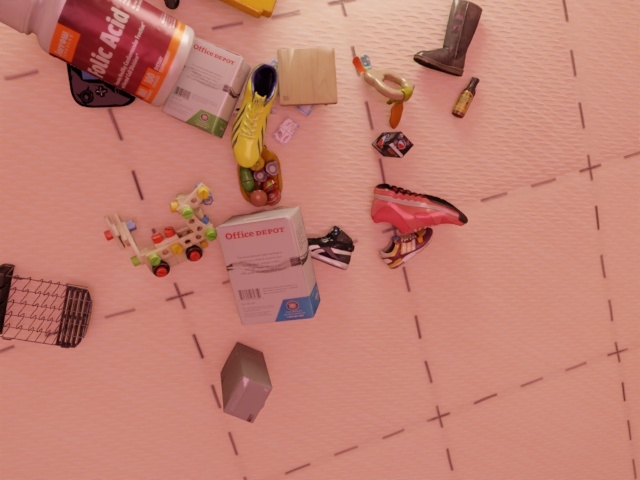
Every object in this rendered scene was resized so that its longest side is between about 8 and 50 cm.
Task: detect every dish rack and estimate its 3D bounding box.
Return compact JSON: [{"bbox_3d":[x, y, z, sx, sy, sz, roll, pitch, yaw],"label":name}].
[{"bbox_3d":[-0.795,0.195,1.447,0.272,0.074,0.208,13,99,-15],"label":"dish rack"}]

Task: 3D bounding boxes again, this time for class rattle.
[{"bbox_3d":[0.171,-0.452,1.536,0.200,0.142,0.130,23,63,1],"label":"rattle"}]

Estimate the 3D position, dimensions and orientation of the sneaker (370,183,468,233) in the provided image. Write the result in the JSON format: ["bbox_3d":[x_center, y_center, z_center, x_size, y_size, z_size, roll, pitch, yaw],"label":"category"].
[{"bbox_3d":[0.303,-0.079,1.606,0.314,0.116,0.136,15,108,-7],"label":"sneaker"}]

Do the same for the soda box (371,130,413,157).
[{"bbox_3d":[0.210,-0.283,1.503,0.060,0.169,0.053,42,90,-15],"label":"soda box"}]

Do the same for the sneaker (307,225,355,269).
[{"bbox_3d":[0.000,0.000,1.572,0.217,0.079,0.121,22,81,-10],"label":"sneaker"}]

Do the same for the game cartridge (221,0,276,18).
[{"bbox_3d":[-0.216,-0.785,1.345,0.286,0.053,0.323,20,85,-18],"label":"game cartridge"}]

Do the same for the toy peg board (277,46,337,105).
[{"bbox_3d":[-0.038,-0.456,1.460,0.161,0.079,0.161,-3,85,-2],"label":"toy peg board"}]

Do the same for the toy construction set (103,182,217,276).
[{"bbox_3d":[-0.435,-0.026,1.433,0.328,0.151,0.214,-17,128,0],"label":"toy construction set"}]

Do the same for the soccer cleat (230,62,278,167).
[{"bbox_3d":[-0.180,-0.344,1.388,0.094,0.121,0.288,14,87,-14],"label":"soccer cleat"}]

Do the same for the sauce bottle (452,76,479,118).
[{"bbox_3d":[0.454,-0.446,1.588,0.042,0.042,0.128,23,94,-14],"label":"sauce bottle"}]

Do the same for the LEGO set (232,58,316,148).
[{"bbox_3d":[-0.135,-0.377,1.477,0.183,0.060,0.244,36,93,-11],"label":"LEGO set"}]

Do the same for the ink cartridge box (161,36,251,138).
[{"bbox_3d":[-0.308,-0.415,1.393,0.160,0.092,0.219,25,95,6],"label":"ink cartridge box"}]

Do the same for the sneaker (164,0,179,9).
[{"bbox_3d":[-0.445,-0.723,1.343,0.132,0.086,0.228,-4,91,-6],"label":"sneaker"}]

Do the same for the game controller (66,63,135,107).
[{"bbox_3d":[-0.589,-0.517,1.354,0.167,0.067,0.318,-5,102,-10],"label":"game controller"}]

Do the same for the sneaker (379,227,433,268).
[{"bbox_3d":[0.274,0.008,1.622,0.185,0.069,0.084,-41,110,-3],"label":"sneaker"}]

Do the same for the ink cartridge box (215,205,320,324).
[{"bbox_3d":[-0.144,0.073,1.478,0.223,0.129,0.307,-8,107,14],"label":"ink cartridge box"}]

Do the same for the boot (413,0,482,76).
[{"bbox_3d":[0.382,-0.615,1.524,0.190,0.076,0.208,7,106,-27],"label":"boot"}]

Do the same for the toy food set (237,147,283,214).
[{"bbox_3d":[-0.169,-0.159,1.486,0.128,0.071,0.217,-11,112,-10],"label":"toy food set"}]

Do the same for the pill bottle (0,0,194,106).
[{"bbox_3d":[-0.530,-0.511,1.232,0.393,0.224,0.223,23,95,-27],"label":"pill bottle"}]

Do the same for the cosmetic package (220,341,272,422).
[{"bbox_3d":[-0.224,0.415,1.513,0.107,0.238,0.127,27,94,-15],"label":"cosmetic package"}]
